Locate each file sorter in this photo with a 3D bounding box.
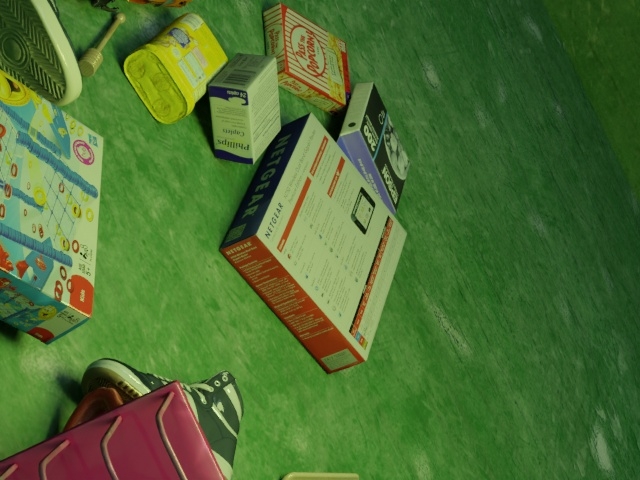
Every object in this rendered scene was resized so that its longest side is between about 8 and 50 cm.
[{"bbox_3d":[-0.254,0.318,1.477,0.182,0.290,0.202,-95,160,-86],"label":"file sorter"}]

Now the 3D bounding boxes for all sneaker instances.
[{"bbox_3d":[-0.404,-0.357,1.844,0.148,0.131,0.350,-37,102,-51],"label":"sneaker"},{"bbox_3d":[-0.207,0.213,1.824,0.282,0.099,0.153,49,39,-33],"label":"sneaker"}]

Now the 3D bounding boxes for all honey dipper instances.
[{"bbox_3d":[-0.326,-0.299,2.017,0.030,0.030,0.161,51,33,-23],"label":"honey dipper"}]

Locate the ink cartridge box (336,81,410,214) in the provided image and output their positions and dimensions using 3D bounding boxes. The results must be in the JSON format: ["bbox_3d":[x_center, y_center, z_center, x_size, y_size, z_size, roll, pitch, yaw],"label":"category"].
[{"bbox_3d":[0.097,-0.152,2.468,0.206,0.045,0.208,63,31,-35],"label":"ink cartridge box"}]

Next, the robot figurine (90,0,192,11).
[{"bbox_3d":[-0.314,-0.453,2.066,0.291,0.085,0.211,0,67,-55],"label":"robot figurine"}]

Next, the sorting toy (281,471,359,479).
[{"bbox_3d":[0.024,0.460,2.060,0.193,0.038,0.208,13,61,-51],"label":"sorting toy"}]

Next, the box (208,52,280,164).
[{"bbox_3d":[-0.121,-0.214,2.161,0.126,0.072,0.137,-57,150,-51],"label":"box"}]

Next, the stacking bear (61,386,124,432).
[{"bbox_3d":[-0.199,0.342,1.716,0.164,0.175,0.289,-58,133,-22],"label":"stacking bear"}]

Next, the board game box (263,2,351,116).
[{"bbox_3d":[-0.023,-0.327,2.439,0.193,0.045,0.147,22,54,-47],"label":"board game box"}]

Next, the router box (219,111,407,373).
[{"bbox_3d":[0.000,0.000,2.250,0.301,0.082,0.335,50,37,-24],"label":"router box"}]

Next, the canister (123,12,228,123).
[{"bbox_3d":[-0.222,-0.274,2.106,0.126,0.073,0.170,57,34,-16],"label":"canister"}]

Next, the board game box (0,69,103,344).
[{"bbox_3d":[-0.416,-0.071,1.673,0.302,0.086,0.308,35,39,-40],"label":"board game box"}]
